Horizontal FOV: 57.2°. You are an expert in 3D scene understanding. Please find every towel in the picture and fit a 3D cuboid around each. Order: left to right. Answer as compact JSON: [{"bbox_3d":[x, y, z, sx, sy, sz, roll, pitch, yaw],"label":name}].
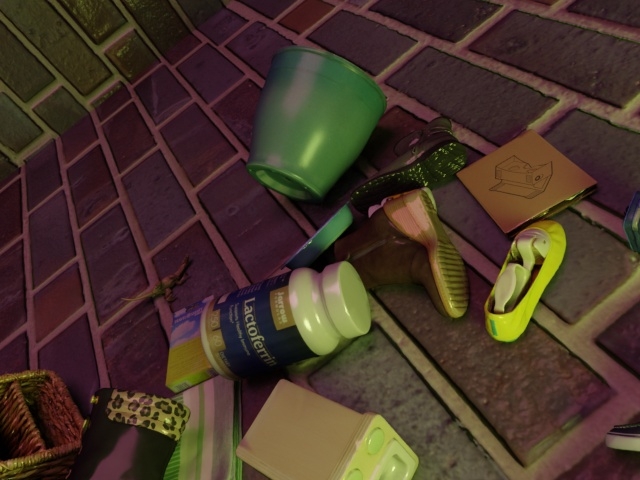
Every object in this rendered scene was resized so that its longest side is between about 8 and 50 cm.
[{"bbox_3d":[-0.280,0.379,1.017,0.325,0.038,0.248,-26,40,14],"label":"towel"}]

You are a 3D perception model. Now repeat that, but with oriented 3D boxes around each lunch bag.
[{"bbox_3d":[0.457,-0.023,0.811,0.065,0.098,0.067,12,65,46],"label":"lunch bag"}]

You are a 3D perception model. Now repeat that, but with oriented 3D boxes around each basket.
[{"bbox_3d":[-0.613,0.368,1.109,0.299,0.213,0.223,30,85,49],"label":"basket"}]

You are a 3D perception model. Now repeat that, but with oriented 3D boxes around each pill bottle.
[{"bbox_3d":[-0.058,0.134,0.998,0.265,0.153,0.153,-21,42,19],"label":"pill bottle"},{"bbox_3d":[0.152,-0.055,1.094,0.116,0.065,0.065,-15,44,25],"label":"pill bottle"}]

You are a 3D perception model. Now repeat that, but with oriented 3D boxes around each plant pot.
[{"bbox_3d":[-0.031,-0.228,1.262,0.272,0.272,0.255,14,75,44],"label":"plant pot"}]

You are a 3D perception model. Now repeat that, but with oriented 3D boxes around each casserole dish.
[{"bbox_3d":[0.000,0.000,1.141,0.188,0.037,0.114,-46,3,-7],"label":"casserole dish"}]

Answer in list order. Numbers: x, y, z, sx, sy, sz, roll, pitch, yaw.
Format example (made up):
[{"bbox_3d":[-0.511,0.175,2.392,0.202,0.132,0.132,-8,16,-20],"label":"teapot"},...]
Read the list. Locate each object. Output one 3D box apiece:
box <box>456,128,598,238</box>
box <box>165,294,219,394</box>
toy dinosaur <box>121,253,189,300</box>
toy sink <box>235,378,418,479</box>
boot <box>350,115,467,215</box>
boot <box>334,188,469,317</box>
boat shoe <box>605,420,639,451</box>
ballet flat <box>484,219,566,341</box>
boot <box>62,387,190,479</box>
[{"bbox_3d":[0.351,-0.105,1.025,0.164,0.021,0.201,-31,37,7],"label":"box"},{"bbox_3d":[-0.244,0.202,1.156,0.109,0.042,0.178,-25,41,14],"label":"box"},{"bbox_3d":[-0.361,0.107,1.343,0.183,0.053,0.092,-36,23,-10],"label":"toy dinosaur"},{"bbox_3d":[0.034,0.298,0.773,0.234,0.153,0.131,11,59,44],"label":"toy sink"},{"bbox_3d":[0.170,-0.150,1.182,0.246,0.083,0.161,-28,28,11],"label":"boot"},{"bbox_3d":[0.131,0.054,1.008,0.207,0.090,0.248,-36,53,32],"label":"boot"},{"bbox_3d":[0.404,0.188,0.641,0.183,0.065,0.083,-18,63,40],"label":"boat shoe"},{"bbox_3d":[0.304,0.043,0.877,0.077,0.077,0.231,8,57,44],"label":"ballet flat"},{"bbox_3d":[-0.397,0.393,0.950,0.377,0.138,0.284,-7,48,26],"label":"boot"}]
